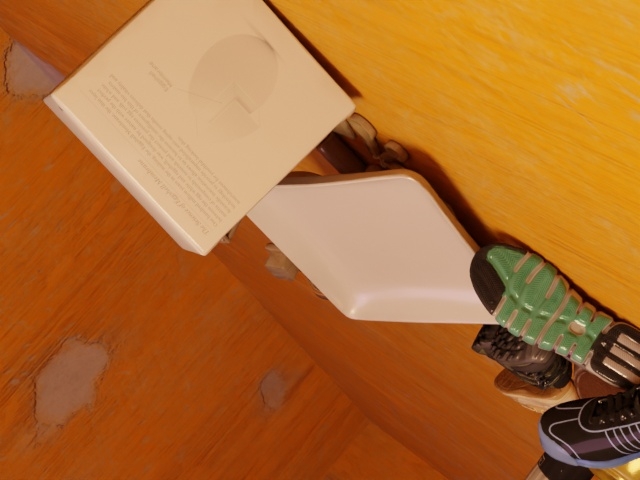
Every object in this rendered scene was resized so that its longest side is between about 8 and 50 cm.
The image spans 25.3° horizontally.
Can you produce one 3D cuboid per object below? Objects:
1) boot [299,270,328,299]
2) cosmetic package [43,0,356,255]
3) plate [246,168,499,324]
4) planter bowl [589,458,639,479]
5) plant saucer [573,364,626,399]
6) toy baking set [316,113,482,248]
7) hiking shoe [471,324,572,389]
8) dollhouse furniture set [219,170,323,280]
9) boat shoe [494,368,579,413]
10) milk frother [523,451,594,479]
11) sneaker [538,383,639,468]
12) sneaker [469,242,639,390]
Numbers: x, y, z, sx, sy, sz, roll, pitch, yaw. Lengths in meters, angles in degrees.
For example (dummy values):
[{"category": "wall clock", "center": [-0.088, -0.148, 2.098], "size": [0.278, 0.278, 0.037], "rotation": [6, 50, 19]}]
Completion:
[{"category": "boot", "center": [0.000, 0.000, 2.073], "size": [0.115, 0.112, 0.305], "rotation": [58, 167, -26]}, {"category": "cosmetic package", "center": [-0.129, -0.141, 1.485], "size": [0.224, 0.224, 0.138], "rotation": [48, 169, -12]}, {"category": "plate", "center": [0.071, 0.003, 1.618], "size": [0.278, 0.045, 0.277], "rotation": [-1, 143, 41]}, {"category": "planter bowl", "center": [0.390, 0.270, 1.742], "size": [0.217, 0.090, 0.217], "rotation": [41, 171, 8]}, {"category": "plant saucer", "center": [0.345, 0.187, 1.601], "size": [0.168, 0.029, 0.168], "rotation": [40, 157, 21]}, {"category": "toy baking set", "center": [0.075, -0.068, 1.638], "size": [0.256, 0.030, 0.197], "rotation": [46, 170, -28]}, {"category": "hiking shoe", "center": [0.262, 0.129, 1.700], "size": [0.114, 0.086, 0.227], "rotation": [29, 178, -6]}, {"category": "dollhouse furniture set", "center": [-0.013, -0.089, 1.779], "size": [0.355, 0.174, 0.303], "rotation": [7, 152, 37]}, {"category": "boat shoe", "center": [0.295, 0.208, 1.929], "size": [0.059, 0.063, 0.170], "rotation": [50, 168, -18]}, {"category": "milk frother", "center": [0.382, 0.375, 2.124], "size": [0.143, 0.135, 0.129], "rotation": [41, -158, 22]}, {"category": "sneaker", "center": [0.319, 0.169, 1.397], "size": [0.232, 0.081, 0.090], "rotation": [-4, 134, 26]}, {"category": "sneaker", "center": [0.252, 0.090, 1.505], "size": [0.223, 0.083, 0.098], "rotation": [38, 175, 17]}]
